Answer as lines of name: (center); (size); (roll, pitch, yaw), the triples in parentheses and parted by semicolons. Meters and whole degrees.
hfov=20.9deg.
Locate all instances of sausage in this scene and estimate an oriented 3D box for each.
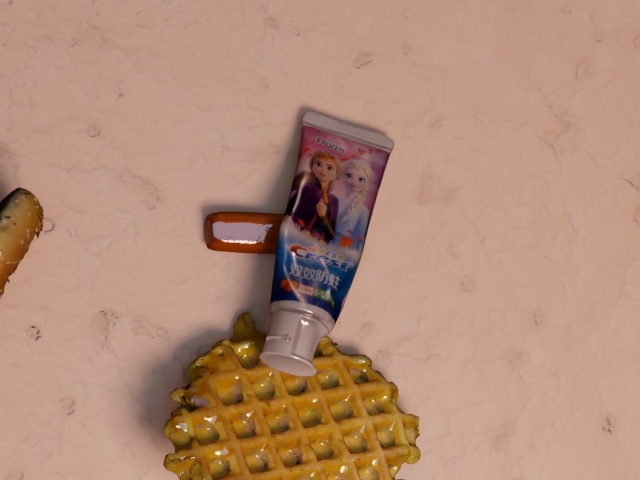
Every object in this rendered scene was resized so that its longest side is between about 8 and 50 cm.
sausage: (-0.049, -0.007, 1.724); (0.131, 0.039, 0.041); (3, 83, -11)

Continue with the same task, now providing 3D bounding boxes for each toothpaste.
toothpaste: (0.000, 0.000, 1.690); (0.096, 0.061, 0.266); (19, 66, -9)

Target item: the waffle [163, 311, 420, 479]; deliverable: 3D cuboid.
waffle: (-0.024, 0.186, 1.657); (0.245, 0.052, 0.254); (33, 46, 0)

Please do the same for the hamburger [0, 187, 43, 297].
hamburger: (-0.332, 0.018, 1.615); (0.113, 0.177, 0.185); (23, 127, -8)
